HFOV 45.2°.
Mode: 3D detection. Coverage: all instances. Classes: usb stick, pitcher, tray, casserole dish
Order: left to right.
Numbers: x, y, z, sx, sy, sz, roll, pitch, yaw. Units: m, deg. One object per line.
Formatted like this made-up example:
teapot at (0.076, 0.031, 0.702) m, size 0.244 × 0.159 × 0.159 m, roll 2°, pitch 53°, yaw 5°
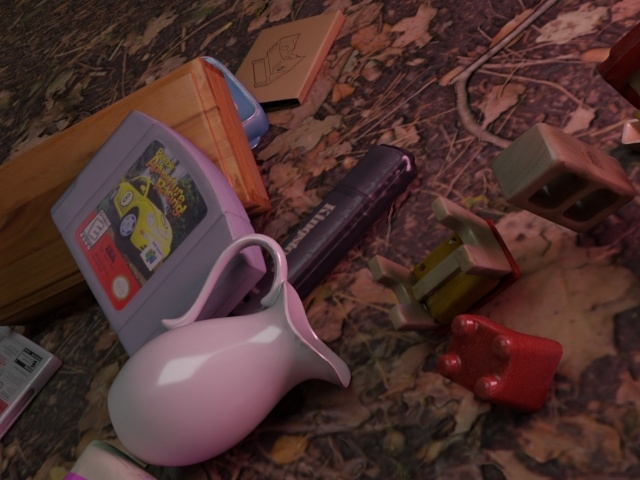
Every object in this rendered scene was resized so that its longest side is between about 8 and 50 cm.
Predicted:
tray at (-0.286, -0.055, 1.017) m, size 0.411 × 0.076 × 0.202 m, roll -24°, pitch 77°, yaw 17°
casserole dish at (-0.156, -0.199, 1.103) m, size 0.114 × 0.037 × 0.188 m, roll -34°, pitch 66°, yaw -18°
pitcher at (-0.100, 0.105, 0.733) m, size 0.207 × 0.125 × 0.177 m, roll -28°, pitch 70°, yaw 6°
usb stick at (0.000, 0.000, 0.845) m, size 0.278 × 0.045 × 0.077 m, roll -48°, pitch 40°, yaw -12°

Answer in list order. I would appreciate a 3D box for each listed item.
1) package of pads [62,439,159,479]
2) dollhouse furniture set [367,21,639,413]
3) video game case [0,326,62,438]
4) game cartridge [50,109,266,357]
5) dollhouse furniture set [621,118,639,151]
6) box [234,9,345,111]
package of pads at (-0.198, 0.338, 0.615) m, size 0.229 × 0.101 × 0.296 m, roll 15°, pitch 62°, yaw 47°
dollhouse furniture set at (0.236, 0.002, 0.593) m, size 0.374 × 0.152 × 0.201 m, roll -44°, pitch 48°, yaw 31°
video game case at (-0.449, 0.202, 1.011) m, size 0.201 × 0.023 × 0.183 m, roll 15°, pitch 61°, yaw 44°
game cartridge at (-0.189, -0.015, 0.870) m, size 0.196 × 0.060 × 0.294 m, roll -46°, pitch 55°, yaw 6°
dollhouse furniture set at (0.317, -0.104, 0.673) m, size 0.114 × 0.081 × 0.091 m, roll -5°, pitch 48°, yaw 35°
box at (-0.063, -0.272, 1.189) m, size 0.165 × 0.021 × 0.201 m, roll -3°, pitch 49°, yaw 36°
